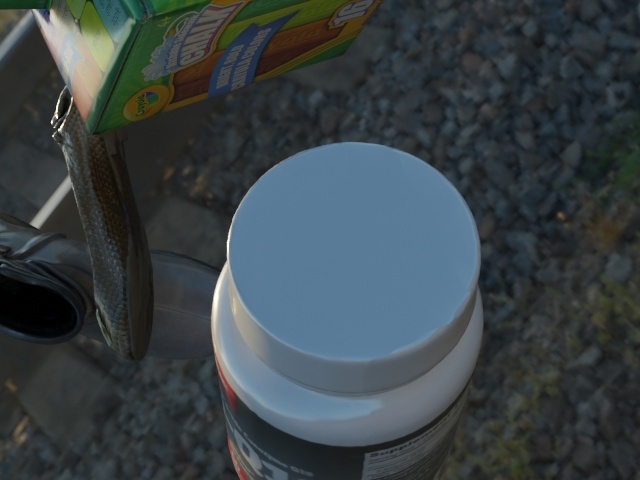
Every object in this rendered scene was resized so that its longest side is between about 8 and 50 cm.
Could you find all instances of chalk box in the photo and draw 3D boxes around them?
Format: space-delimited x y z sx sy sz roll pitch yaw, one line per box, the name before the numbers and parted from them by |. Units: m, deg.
chalk box | -0.108 -0.203 0.845 0.289 0.179 0.180 -23 -9 -26

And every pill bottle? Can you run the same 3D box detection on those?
pill bottle | 0.015 0.072 0.769 0.283 0.161 0.161 90 -159 -60

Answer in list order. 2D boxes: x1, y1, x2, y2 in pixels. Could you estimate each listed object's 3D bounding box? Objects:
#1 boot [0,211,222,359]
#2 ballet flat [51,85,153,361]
boot | -0.229 0.063 1.190 0.223 0.338 0.118 -132 55 -80
ballet flat | -0.187 -0.015 1.053 0.058 0.250 0.084 -6 15 6
